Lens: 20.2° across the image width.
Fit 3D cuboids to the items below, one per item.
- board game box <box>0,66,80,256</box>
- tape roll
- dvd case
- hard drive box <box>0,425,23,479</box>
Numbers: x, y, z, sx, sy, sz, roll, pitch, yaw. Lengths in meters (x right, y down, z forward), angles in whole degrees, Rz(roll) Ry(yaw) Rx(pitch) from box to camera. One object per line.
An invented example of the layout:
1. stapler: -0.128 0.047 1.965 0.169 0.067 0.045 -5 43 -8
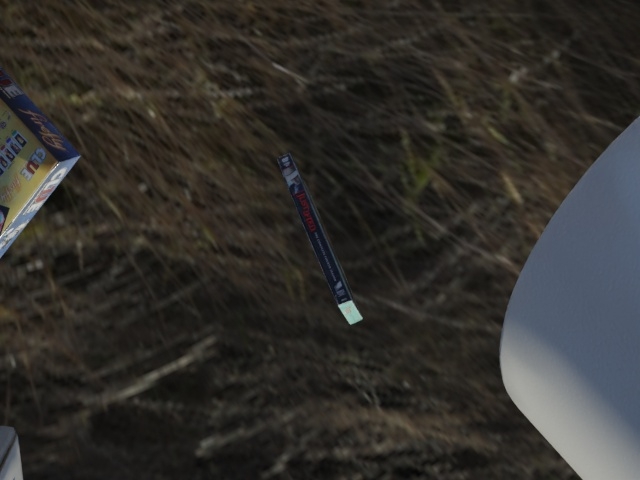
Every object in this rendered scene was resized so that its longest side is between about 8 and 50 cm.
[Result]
1. board game box: -0.375 -0.060 1.856 0.165 0.042 0.243 48 117 9
2. tape roll: 0.224 0.045 0.785 0.246 0.169 0.246 -25 142 -22
3. dvd case: 0.000 0.000 1.324 0.013 0.087 0.119 -24 76 1
4. hard drive box: -0.206 0.235 0.903 0.089 0.181 0.232 3 116 6
